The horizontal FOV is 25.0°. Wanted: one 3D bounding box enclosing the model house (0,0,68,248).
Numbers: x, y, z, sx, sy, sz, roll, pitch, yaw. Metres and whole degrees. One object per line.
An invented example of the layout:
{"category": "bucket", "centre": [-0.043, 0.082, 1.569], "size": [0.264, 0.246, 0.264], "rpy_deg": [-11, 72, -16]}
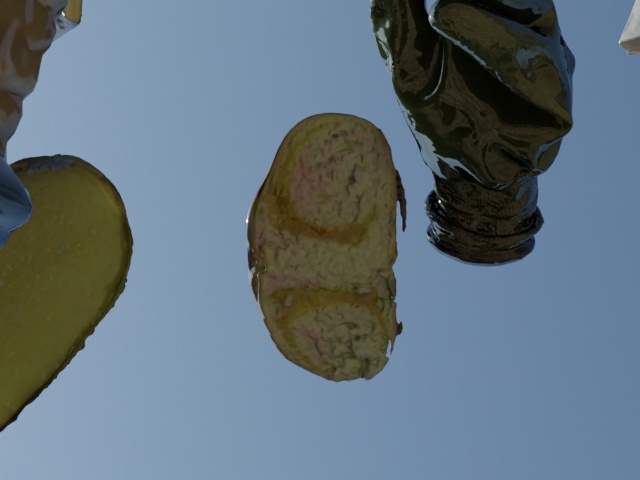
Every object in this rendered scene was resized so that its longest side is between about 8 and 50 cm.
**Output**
{"category": "model house", "centre": [-0.411, -0.126, 0.734], "size": [0.445, 0.395, 0.400], "rpy_deg": [16, -91, 25]}

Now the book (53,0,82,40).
{"category": "book", "centre": [-0.248, -0.237, 1.225], "size": [0.231, 0.026, 0.158], "rpy_deg": [-10, -104, 61]}

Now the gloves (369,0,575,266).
{"category": "gloves", "centre": [0.092, -0.105, 0.862], "size": [0.135, 0.107, 0.268], "rpy_deg": [22, -38, 34]}

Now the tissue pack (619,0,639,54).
{"category": "tissue pack", "centre": [0.276, -0.197, 1.134], "size": [0.023, 0.108, 0.056], "rpy_deg": [36, -21, -28]}

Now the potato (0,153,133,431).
{"category": "potato", "centre": [-0.273, 0.040, 1.165], "size": [0.111, 0.272, 0.160], "rpy_deg": [-9, -55, 44]}

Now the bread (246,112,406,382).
{"category": "bread", "centre": [-0.001, 0.013, 1.458], "size": [0.158, 0.156, 0.261], "rpy_deg": [0, -98, -7]}
